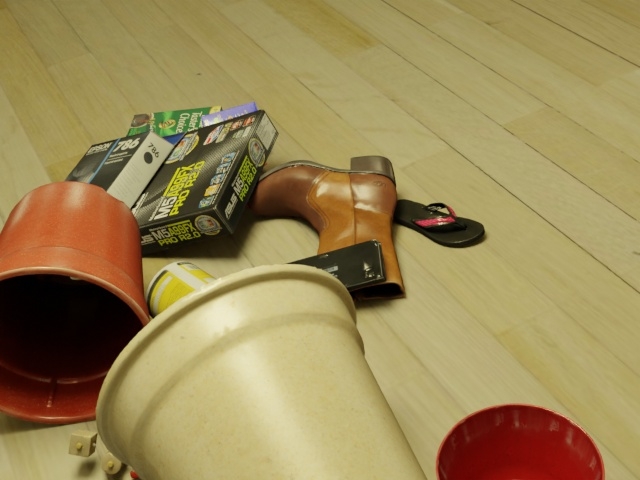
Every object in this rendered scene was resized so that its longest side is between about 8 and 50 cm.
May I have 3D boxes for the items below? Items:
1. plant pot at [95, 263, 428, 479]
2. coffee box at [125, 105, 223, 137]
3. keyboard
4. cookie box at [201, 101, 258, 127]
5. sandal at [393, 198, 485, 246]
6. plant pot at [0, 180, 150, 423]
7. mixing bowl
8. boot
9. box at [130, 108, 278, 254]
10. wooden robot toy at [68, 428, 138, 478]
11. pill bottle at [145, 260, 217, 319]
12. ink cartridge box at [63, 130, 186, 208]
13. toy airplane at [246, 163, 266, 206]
[{"bbox_3d":[-0.030,0.248,1.013,0.333,0.334,0.305,-24,51,-18],"label":"plant pot"},{"bbox_3d":[-0.285,-0.215,1.846,0.184,0.040,0.113,-4,38,7],"label":"coffee box"},{"bbox_3d":[0.009,0.064,1.392,0.180,0.023,0.108,-16,47,13],"label":"keyboard"},{"bbox_3d":[-0.160,-0.200,1.765,0.107,0.040,0.092,-16,78,-8],"label":"cookie box"},{"bbox_3d":[0.181,-0.037,1.517,0.179,0.040,0.067,22,48,34],"label":"sandal"},{"bbox_3d":[-0.361,0.067,1.324,0.272,0.272,0.265,-10,36,0],"label":"plant pot"},{"bbox_3d":[0.224,0.283,1.055,0.181,0.098,0.181,-7,39,5],"label":"mixing bowl"},{"bbox_3d":[0.000,0.000,1.507,0.264,0.096,0.280,-3,50,6],"label":"boot"},{"bbox_3d":[-0.208,-0.101,1.604,0.216,0.060,0.270,-11,38,29],"label":"box"},{"bbox_3d":[-0.234,0.265,1.229,0.173,0.076,0.079,-7,3,4],"label":"wooden robot toy"},{"bbox_3d":[-0.163,0.109,1.359,0.103,0.103,0.184,-35,44,-29],"label":"pill bottle"},{"bbox_3d":[-0.379,-0.095,1.630,0.165,0.065,0.333,-8,40,36],"label":"ink cartridge box"},{"bbox_3d":[-0.148,-0.100,1.681,0.151,0.028,0.151,-7,39,6],"label":"toy airplane"}]
